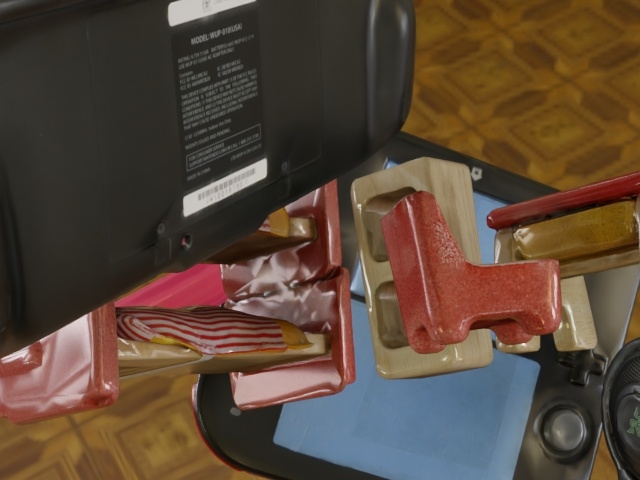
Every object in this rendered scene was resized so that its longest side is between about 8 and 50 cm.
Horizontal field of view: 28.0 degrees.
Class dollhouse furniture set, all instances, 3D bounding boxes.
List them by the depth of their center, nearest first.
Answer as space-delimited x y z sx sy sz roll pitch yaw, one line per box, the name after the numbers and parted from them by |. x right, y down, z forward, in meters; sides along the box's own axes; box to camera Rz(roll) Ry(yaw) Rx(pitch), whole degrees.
0.000 0.000 0.694 0.374 0.201 0.152 -16 76 42 | dollhouse furniture set

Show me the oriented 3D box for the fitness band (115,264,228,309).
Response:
-0.142 -0.016 1.125 0.291 0.054 0.209 -28 51 19 | fitness band

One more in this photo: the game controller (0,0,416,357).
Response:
-0.050 -0.074 0.466 0.067 0.166 0.319 19 28 27 | game controller

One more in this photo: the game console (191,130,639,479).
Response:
0.098 0.083 1.184 0.387 0.060 0.342 19 84 -13 | game console

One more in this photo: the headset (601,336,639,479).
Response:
0.338 0.108 0.961 0.243 0.394 0.185 -32 32 -13 | headset
